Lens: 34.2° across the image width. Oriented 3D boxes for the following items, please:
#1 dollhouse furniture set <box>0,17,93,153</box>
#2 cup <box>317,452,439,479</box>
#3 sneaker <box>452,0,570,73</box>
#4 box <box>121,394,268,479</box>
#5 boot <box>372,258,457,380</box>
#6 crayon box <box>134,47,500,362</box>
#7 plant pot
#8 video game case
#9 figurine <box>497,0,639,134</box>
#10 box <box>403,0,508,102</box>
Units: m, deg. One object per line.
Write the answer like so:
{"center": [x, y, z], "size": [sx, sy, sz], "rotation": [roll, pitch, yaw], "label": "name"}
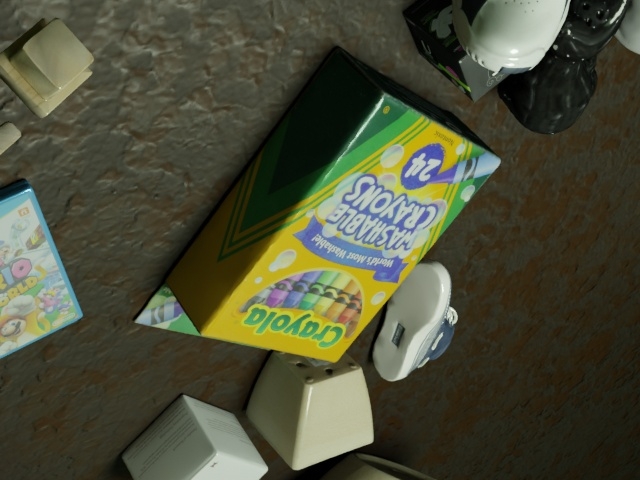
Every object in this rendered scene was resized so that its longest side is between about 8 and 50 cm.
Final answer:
{"center": [-0.365, -0.090, 0.567], "size": [0.303, 0.174, 0.355], "rotation": [51, 54, -16], "label": "dollhouse furniture set"}
{"center": [0.075, 0.414, 1.343], "size": [0.331, 0.331, 0.237], "rotation": [24, 84, -51], "label": "cup"}
{"center": [0.177, -0.247, 0.774], "size": [0.235, 0.094, 0.153], "rotation": [-57, 174, -26], "label": "sneaker"}
{"center": [-0.134, 0.238, 1.116], "size": [0.102, 0.087, 0.101], "rotation": [-45, 144, 7], "label": "box"}
{"center": [0.124, 0.083, 1.210], "size": [0.086, 0.069, 0.190], "rotation": [-21, 148, -36], "label": "boot"}
{"center": [0.000, 0.000, 0.988], "size": [0.203, 0.083, 0.323], "rotation": [19, 115, -50], "label": "crayon box"}
{"center": [-0.009, 0.169, 1.148], "size": [0.109, 0.109, 0.096], "rotation": [-14, 124, -31], "label": "plant pot"}
{"center": [-0.268, 0.035, 0.845], "size": [0.119, 0.015, 0.166], "rotation": [-27, 142, -17], "label": "video game case"}
{"center": [0.271, -0.206, 0.933], "size": [0.215, 0.092, 0.209], "rotation": [-37, 171, -6], "label": "figurine"}
{"center": [0.123, -0.174, 0.910], "size": [0.052, 0.083, 0.062], "rotation": [-38, 144, -2], "label": "box"}
